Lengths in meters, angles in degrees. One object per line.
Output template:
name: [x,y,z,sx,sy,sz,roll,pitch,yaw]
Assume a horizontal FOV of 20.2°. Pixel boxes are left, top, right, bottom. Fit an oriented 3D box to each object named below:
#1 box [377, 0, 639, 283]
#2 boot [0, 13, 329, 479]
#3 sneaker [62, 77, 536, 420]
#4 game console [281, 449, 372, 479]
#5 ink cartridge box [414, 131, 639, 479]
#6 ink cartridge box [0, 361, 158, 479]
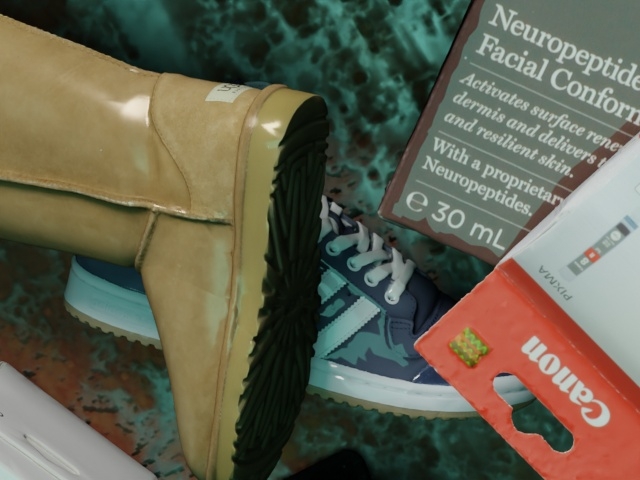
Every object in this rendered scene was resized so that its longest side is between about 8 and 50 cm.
box: [0.194,-0.151,0.947,0.191,0.143,0.381,24,102,1]
boot: [-0.133,-0.002,0.968,0.269,0.089,0.236,14,104,22]
sneaker: [0.000,0.000,1.019,0.282,0.099,0.153,14,105,6]
game console: [-0.002,0.204,1.108,0.122,0.071,0.107,-28,68,11]
ink cartridge box: [0.157,0.046,0.904,0.179,0.045,0.145,-44,95,10]
ink cartridge box: [-0.203,0.186,1.066,0.128,0.127,0.176,38,104,-2]
